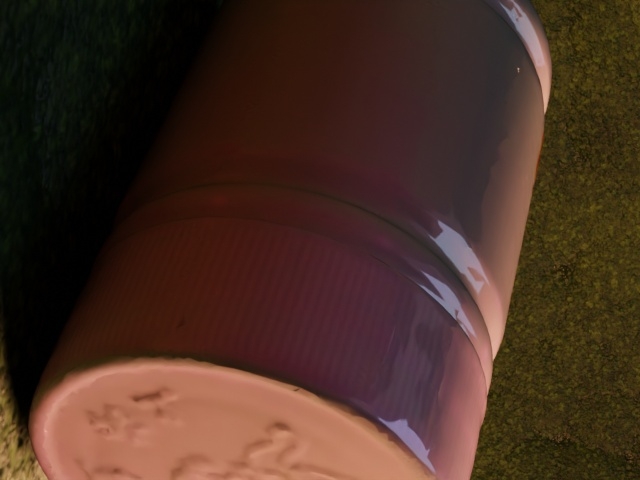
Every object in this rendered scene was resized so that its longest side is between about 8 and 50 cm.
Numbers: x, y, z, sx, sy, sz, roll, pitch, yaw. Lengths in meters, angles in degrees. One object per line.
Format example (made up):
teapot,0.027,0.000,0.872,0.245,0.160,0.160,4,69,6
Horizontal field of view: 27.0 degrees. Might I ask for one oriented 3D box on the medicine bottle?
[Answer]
medicine bottle,0.000,0.000,0.682,0.202,0.202,0.316,89,16,-47
